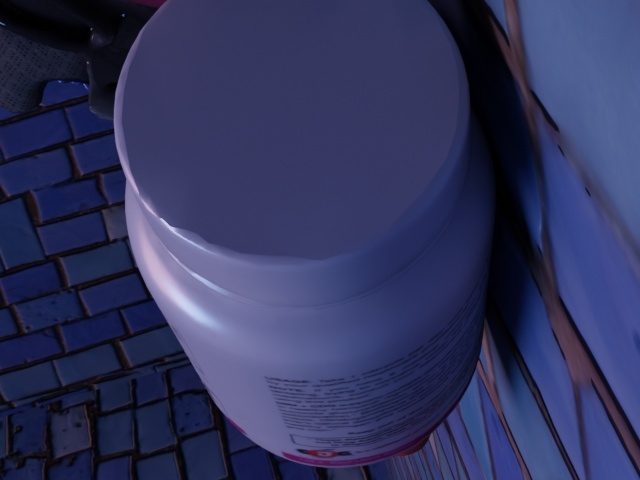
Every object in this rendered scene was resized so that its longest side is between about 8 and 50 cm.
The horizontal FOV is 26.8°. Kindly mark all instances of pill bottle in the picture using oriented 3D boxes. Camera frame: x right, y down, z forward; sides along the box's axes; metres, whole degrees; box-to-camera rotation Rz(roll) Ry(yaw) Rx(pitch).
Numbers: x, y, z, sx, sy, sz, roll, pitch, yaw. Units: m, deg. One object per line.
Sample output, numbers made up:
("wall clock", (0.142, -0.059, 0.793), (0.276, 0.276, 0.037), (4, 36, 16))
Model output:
("pill bottle", (0.000, 0.000, 0.626), (0.283, 0.160, 0.160), (78, 176, -68))

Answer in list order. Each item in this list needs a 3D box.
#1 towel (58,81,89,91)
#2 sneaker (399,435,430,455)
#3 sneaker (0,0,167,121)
("towel", (-0.121, -0.294, 0.951), (0.040, 0.243, 0.336), (5, 114, 58))
("sneaker", (0.044, 0.077, 1.207), (0.128, 0.087, 0.221), (75, 178, -66))
("sneaker", (-0.104, -0.150, 0.594), (0.185, 0.202, 0.483), (64, -172, 31))
